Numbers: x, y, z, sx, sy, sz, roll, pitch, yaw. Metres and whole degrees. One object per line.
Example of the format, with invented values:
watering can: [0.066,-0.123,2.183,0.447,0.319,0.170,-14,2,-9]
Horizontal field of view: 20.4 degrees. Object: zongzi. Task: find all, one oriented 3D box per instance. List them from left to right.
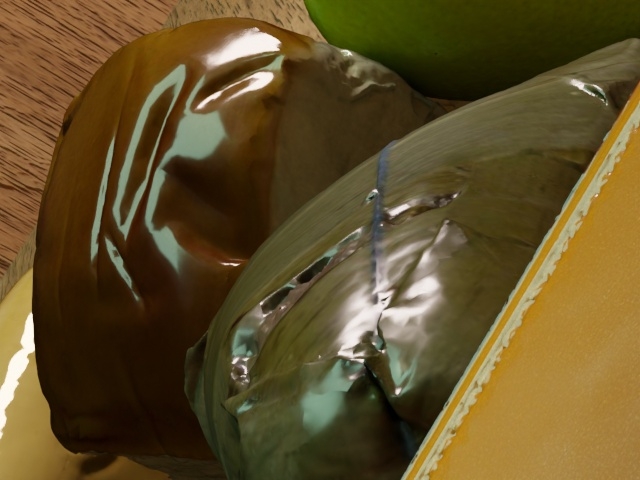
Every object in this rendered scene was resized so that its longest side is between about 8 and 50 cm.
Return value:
zongzi: [0.122,0.003,0.764,0.393,0.174,0.356,-36,6,-3]

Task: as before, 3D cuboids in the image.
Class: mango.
mango: [0.123,-0.160,1.064,0.185,0.273,0.149,100,168,-68]

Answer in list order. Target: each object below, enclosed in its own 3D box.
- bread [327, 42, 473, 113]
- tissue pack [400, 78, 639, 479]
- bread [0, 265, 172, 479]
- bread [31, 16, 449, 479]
bread: [0.083,-0.149,1.364,0.245,0.121,0.174,-29,32,57]
tissue pack: [0.139,0.109,0.544,0.274,0.194,0.145,-59,35,0]
bread: [-0.182,0.207,1.291,0.361,0.250,0.394,-52,12,44]
bread: [-0.047,0.018,1.068,0.250,0.225,0.279,-10,78,51]
